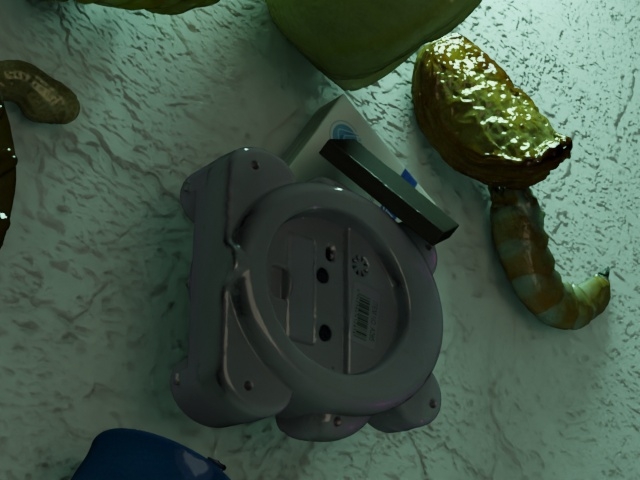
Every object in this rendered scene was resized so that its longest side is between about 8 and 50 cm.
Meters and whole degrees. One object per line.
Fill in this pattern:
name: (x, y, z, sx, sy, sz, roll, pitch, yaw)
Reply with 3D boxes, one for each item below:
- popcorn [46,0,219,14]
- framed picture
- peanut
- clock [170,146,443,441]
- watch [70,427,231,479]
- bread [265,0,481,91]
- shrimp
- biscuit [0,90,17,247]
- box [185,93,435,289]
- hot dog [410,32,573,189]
popcorn: (-0.213, -0.376, 1.274, 0.241, 0.234, 0.250, -14, 104, -69)
framed picture: (0.083, -0.059, 1.369, 0.168, 0.023, 0.128, 40, 13, 9)
peanut: (-0.305, -0.156, 1.226, 0.113, 0.054, 0.054, 27, 57, -28)
clock: (-0.003, 0.070, 1.271, 0.322, 0.113, 0.296, 17, 63, -37)
watch: (-0.149, 0.278, 1.100, 0.200, 0.196, 0.171, 50, 38, -25)
bread: (0.081, -0.350, 1.466, 0.237, 0.320, 0.320, 44, 50, -11)
shrimp: (0.344, 0.041, 1.709, 0.287, 0.068, 0.185, 34, 53, -28)
biscuit: (-0.405, -0.054, 0.995, 0.332, 0.103, 0.332, -10, 103, -49)
box: (0.000, 0.000, 1.422, 0.200, 0.065, 0.343, 49, 49, -17)
hot dog: (0.229, -0.174, 1.657, 0.175, 0.114, 0.259, -25, 64, -38)
